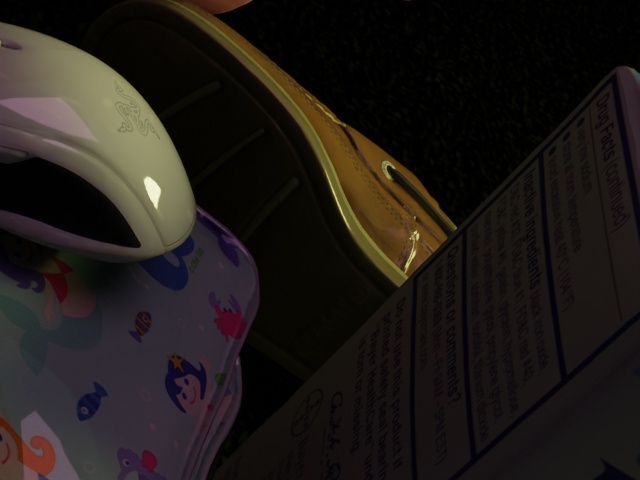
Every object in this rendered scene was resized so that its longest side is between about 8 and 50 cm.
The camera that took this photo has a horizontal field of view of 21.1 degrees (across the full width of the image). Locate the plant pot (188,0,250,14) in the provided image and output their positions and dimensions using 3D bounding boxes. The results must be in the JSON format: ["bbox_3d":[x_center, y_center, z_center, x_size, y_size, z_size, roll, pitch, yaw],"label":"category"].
[{"bbox_3d":[-0.099,-0.221,0.941,0.180,0.201,0.201,32,30,-47],"label":"plant pot"}]

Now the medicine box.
[{"bbox_3d":[0.130,0.127,0.674,0.263,0.289,0.149,30,34,-20],"label":"medicine box"}]

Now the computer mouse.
[{"bbox_3d":[-0.121,-0.052,0.504,0.193,0.042,0.106,20,33,-13],"label":"computer mouse"}]

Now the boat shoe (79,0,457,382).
[{"bbox_3d":[0.000,0.000,0.868,0.307,0.111,0.104,51,28,-6],"label":"boat shoe"}]

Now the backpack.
[{"bbox_3d":[-0.156,0.047,0.564,0.253,0.191,0.225,33,34,-8],"label":"backpack"}]
